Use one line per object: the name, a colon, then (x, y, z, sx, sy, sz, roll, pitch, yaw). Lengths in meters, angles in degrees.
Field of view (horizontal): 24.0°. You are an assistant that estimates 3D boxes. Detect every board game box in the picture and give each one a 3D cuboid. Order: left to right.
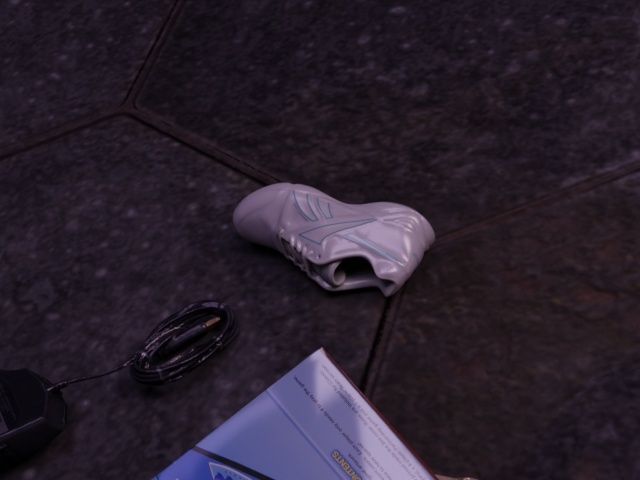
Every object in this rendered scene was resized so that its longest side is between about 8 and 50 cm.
board game box: (0.037, 0.201, 0.737, 0.145, 0.027, 0.281, -36, 76, -23)

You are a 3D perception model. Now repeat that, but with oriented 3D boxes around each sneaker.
sneaker: (0.000, 0.000, 1.050, 0.152, 0.054, 0.061, 9, 52, 27)

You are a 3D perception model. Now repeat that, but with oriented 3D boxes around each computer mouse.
computer mouse: (-0.165, 0.105, 1.022, 0.242, 0.041, 0.071, -22, 40, -11)

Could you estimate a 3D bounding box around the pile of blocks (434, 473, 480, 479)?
pile of blocks: (-0.047, 0.239, 0.803, 0.362, 0.149, 0.112, -25, -1, -19)
